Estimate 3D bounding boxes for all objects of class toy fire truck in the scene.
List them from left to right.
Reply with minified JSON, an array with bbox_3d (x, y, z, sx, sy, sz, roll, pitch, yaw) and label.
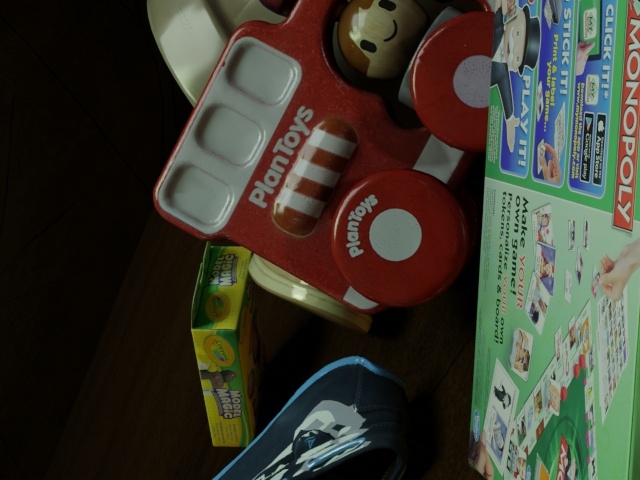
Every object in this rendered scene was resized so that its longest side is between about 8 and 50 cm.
[{"bbox_3d":[0.033,-0.101,0.933,0.302,0.254,0.169,-63,-8,9],"label":"toy fire truck"}]

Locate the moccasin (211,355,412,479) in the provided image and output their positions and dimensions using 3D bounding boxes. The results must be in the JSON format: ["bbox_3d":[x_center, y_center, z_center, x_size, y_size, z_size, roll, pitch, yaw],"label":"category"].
[{"bbox_3d":[-0.047,0.245,0.984,0.342,0.138,0.117,-60,20,21],"label":"moccasin"}]

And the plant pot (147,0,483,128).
[{"bbox_3d":[0.050,-0.213,1.110,0.280,0.323,0.323,-41,25,23],"label":"plant pot"}]

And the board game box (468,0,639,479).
[{"bbox_3d":[0.144,0.005,0.655,0.213,0.046,0.317,-146,57,-73],"label":"board game box"}]

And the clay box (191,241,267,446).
[{"bbox_3d":[-0.097,0.107,1.312,0.127,0.053,0.222,-83,-8,-47],"label":"clay box"}]

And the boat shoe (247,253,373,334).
[{"bbox_3d":[0.000,0.000,1.217,0.110,0.122,0.341,-62,14,8],"label":"boat shoe"}]
